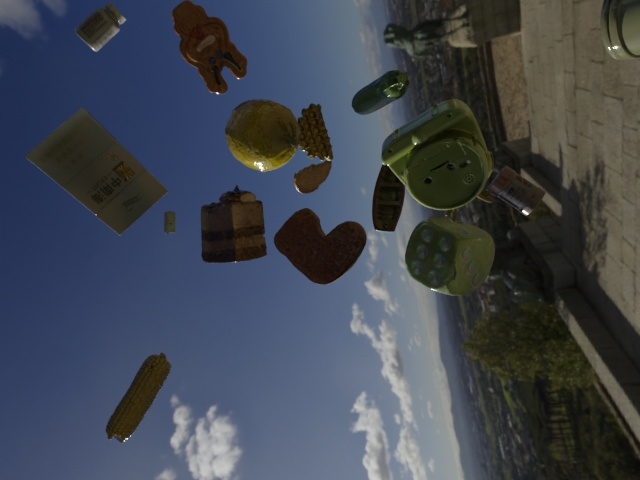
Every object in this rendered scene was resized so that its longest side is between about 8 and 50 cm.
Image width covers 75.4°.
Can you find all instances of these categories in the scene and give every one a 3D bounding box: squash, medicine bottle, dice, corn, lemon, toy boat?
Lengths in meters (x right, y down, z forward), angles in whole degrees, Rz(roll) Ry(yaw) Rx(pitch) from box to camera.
[{"bbox_3d":[0.150,-0.370,1.040,0.219,0.077,0.068,180,80,-67],"label":"squash"},{"bbox_3d":[-0.670,-0.656,1.268,0.079,0.140,0.079,47,180,0],"label":"medicine bottle"},{"bbox_3d":[0.508,0.057,1.629,0.249,0.254,0.252,-2,-68,-37],"label":"dice"},{"bbox_3d":[-0.468,0.403,1.081,0.080,0.080,0.238,66,-147,-42],"label":"corn"},{"bbox_3d":[-0.157,-0.287,1.134,0.192,0.231,0.192,-30,-48,-40],"label":"lemon"},{"bbox_3d":[0.304,-0.216,1.815,0.079,0.136,0.393,56,-138,-66],"label":"toy boat"}]

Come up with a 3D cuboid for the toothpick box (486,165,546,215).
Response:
[{"bbox_3d":[0.633,-0.162,1.344,0.148,0.098,0.098,37,-171,10],"label":"toothpick box"}]

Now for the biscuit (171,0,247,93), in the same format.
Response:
[{"bbox_3d":[-0.422,-0.727,1.564,0.334,0.202,0.047,54,179,-38],"label":"biscuit"}]

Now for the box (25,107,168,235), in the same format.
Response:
[{"bbox_3d":[-0.485,-0.149,0.921,0.243,0.155,0.067,49,173,-31],"label":"box"}]

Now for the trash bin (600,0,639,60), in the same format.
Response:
[{"bbox_3d":[0.567,-0.366,0.560,0.121,0.243,0.247,55,164,-23],"label":"trash bin"}]

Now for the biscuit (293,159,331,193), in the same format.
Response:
[{"bbox_3d":[-0.039,-0.287,1.915,0.033,0.224,0.145,39,144,31],"label":"biscuit"}]

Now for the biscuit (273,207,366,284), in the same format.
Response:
[{"bbox_3d":[0.001,0.000,1.393,0.277,0.262,0.052,40,-160,10],"label":"biscuit"}]

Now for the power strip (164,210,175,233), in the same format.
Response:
[{"bbox_3d":[-0.583,-0.070,1.603,0.040,0.016,0.090,-3,-77,-36],"label":"power strip"}]

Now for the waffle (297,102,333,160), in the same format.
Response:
[{"bbox_3d":[-0.011,-0.386,1.480,0.046,0.160,0.192,-109,35,-76],"label":"waffle"}]

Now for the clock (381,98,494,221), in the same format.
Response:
[{"bbox_3d":[0.318,-0.178,1.049,0.308,0.235,0.096,48,-150,-23],"label":"clock"}]

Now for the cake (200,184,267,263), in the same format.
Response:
[{"bbox_3d":[-0.338,-0.060,1.572,0.196,0.198,0.293,-11,-82,-55],"label":"cake"}]
